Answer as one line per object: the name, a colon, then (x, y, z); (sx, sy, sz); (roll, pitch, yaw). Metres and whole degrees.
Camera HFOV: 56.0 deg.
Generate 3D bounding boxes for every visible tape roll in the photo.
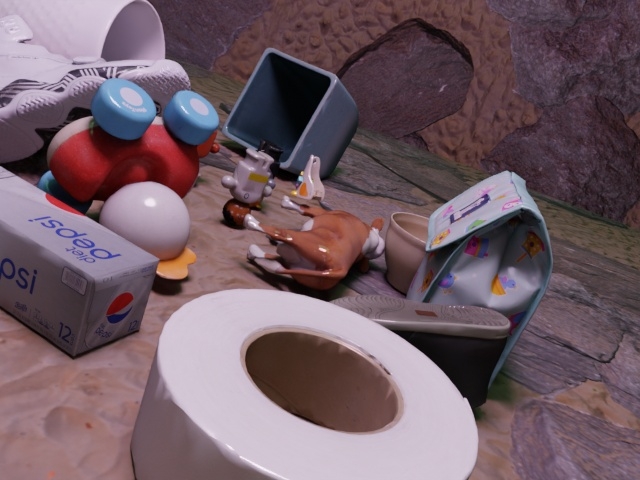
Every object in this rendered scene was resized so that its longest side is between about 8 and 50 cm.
tape roll: (-0.011, 0.155, 0.527); (0.286, 0.100, 0.286); (18, 18, -6)

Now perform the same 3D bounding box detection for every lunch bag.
lunch bag: (0.213, 0.039, 0.827); (0.160, 0.262, 0.223); (22, 20, 5)

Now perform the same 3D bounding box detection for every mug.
mug: (-0.527, -0.376, 1.279); (0.328, 0.276, 0.374); (15, -12, 7)

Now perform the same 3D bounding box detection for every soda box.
soda box: (-0.318, 0.005, 0.643); (0.286, 0.091, 0.098); (27, 19, 19)

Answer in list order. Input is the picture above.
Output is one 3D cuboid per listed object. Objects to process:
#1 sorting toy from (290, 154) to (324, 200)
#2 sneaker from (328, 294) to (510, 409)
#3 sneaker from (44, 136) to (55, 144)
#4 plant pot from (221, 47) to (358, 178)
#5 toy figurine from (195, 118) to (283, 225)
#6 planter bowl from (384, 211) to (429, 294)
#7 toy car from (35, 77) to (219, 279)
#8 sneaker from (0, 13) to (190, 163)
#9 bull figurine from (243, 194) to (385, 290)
sorting toy: (-0.017, -0.109, 1.035); (0.044, 0.075, 0.083); (15, 5, 12)
sneaker: (0.102, 0.135, 0.696); (0.222, 0.118, 0.083); (7, 15, -3)
sneaker: (-0.576, -0.263, 1.050); (0.313, 0.136, 0.116); (24, 20, 9)
plant pot: (-0.045, -0.297, 1.543); (0.248, 0.247, 0.252); (33, 6, 32)
toy figurine: (-0.183, -0.126, 1.078); (0.209, 0.148, 0.213); (24, 16, -6)
planter bowl: (0.178, 0.035, 1.036); (0.162, 0.109, 0.162); (18, 20, -7)
toy car: (-0.225, -0.045, 0.798); (0.210, 0.219, 0.238); (-6, 61, -54)
sneaker: (-0.404, -0.262, 0.951); (0.365, 0.137, 0.210); (-17, 63, -13)
bull figurine: (0.000, 0.000, 0.970); (0.188, 0.101, 0.310); (16, 12, 11)
